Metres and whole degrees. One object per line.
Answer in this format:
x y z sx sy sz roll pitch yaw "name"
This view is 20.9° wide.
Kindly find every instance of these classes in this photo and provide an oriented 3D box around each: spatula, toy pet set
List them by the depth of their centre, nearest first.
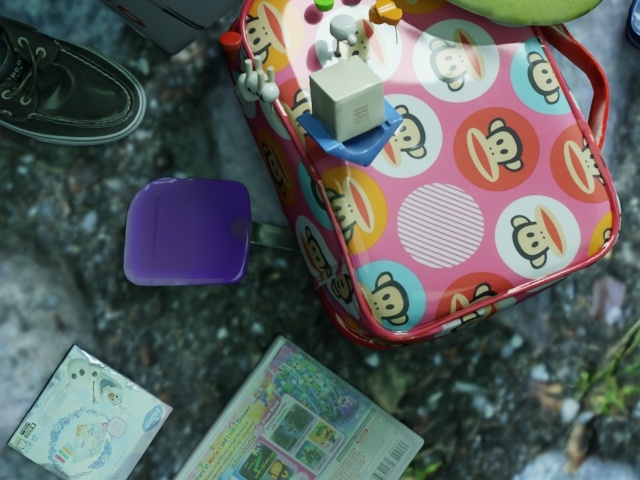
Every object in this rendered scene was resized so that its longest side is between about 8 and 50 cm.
0.010 -0.109 1.194 0.122 0.114 0.065 -24 138 -18 "toy pet set"
0.000 0.000 1.327 0.297 0.030 0.084 4 80 -12 "spatula"

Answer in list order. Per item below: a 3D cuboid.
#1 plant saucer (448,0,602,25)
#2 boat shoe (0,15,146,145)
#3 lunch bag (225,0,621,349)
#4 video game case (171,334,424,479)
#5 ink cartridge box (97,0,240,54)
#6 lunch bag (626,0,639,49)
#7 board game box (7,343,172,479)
0.124 -0.264 1.274 0.241 0.037 0.241 15 52 -19 "plant saucer"
-0.235 -0.129 1.256 0.229 0.076 0.080 23 87 -10 "boat shoe"
0.089 -0.087 1.282 0.258 0.120 0.293 -21 86 -13 "lunch bag"
-0.021 0.176 1.334 0.143 0.019 0.157 37 85 -9 "video game case"
-0.133 -0.286 1.113 0.285 0.395 0.166 39 82 -10 "ink cartridge box"
0.282 -0.191 1.362 0.067 0.065 0.098 23 88 5 "lunch bag"
-0.173 0.139 1.303 0.090 0.020 0.090 35 85 -9 "board game box"
